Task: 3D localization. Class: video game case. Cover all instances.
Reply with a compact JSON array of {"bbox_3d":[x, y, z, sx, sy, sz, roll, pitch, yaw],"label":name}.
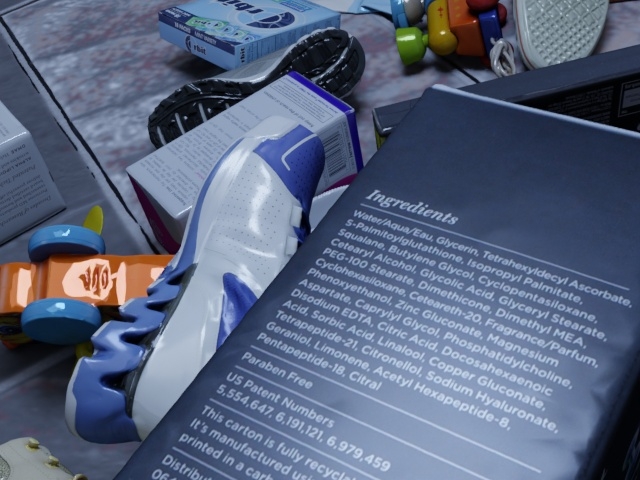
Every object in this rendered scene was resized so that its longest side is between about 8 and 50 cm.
[{"bbox_3d":[0.191,-0.041,0.752,0.275,0.248,0.035,-14,46,-1],"label":"video game case"}]

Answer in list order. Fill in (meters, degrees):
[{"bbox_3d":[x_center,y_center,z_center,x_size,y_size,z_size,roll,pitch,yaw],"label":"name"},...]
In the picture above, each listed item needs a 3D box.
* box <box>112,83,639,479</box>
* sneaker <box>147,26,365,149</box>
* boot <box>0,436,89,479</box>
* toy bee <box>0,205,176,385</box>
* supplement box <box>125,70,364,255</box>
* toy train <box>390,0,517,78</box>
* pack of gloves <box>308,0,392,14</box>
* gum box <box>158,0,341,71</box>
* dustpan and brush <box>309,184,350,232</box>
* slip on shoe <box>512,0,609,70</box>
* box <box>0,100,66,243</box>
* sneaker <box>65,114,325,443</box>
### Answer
[{"bbox_3d":[0.080,0.146,0.568,0.212,0.293,0.395,19,54,27],"label":"box"},{"bbox_3d":[-0.076,-0.169,1.059,0.272,0.100,0.108,-23,13,-1],"label":"sneaker"},{"bbox_3d":[-0.164,0.214,0.699,0.262,0.095,0.203,-34,43,-26],"label":"boot"},{"bbox_3d":[-0.257,0.049,0.849,0.298,0.162,0.195,24,59,-6],"label":"toy bee"},{"bbox_3d":[-0.074,-0.067,0.933,0.220,0.111,0.114,-34,49,-20],"label":"supplement box"},{"bbox_3d":[0.157,-0.247,1.070,0.143,0.105,0.248,-11,45,16],"label":"toy train"},{"bbox_3d":[0.089,-0.391,1.256,0.232,0.046,0.195,11,49,22],"label":"pack of gloves"},{"bbox_3d":[-0.093,-0.285,1.163,0.184,0.041,0.157,-27,45,-37],"label":"gum box"},{"bbox_3d":[0.000,0.000,0.887,0.211,0.060,0.147,-16,46,-3],"label":"dustpan and brush"},{"bbox_3d":[0.292,-0.332,1.125,0.123,0.101,0.331,12,59,-10],"label":"slip on shoe"},{"bbox_3d":[-0.426,-0.078,1.015,0.182,0.119,0.181,-33,49,-19],"label":"box"},{"bbox_3d":[-0.044,0.060,0.723,0.182,0.127,0.315,21,60,16],"label":"sneaker"}]
